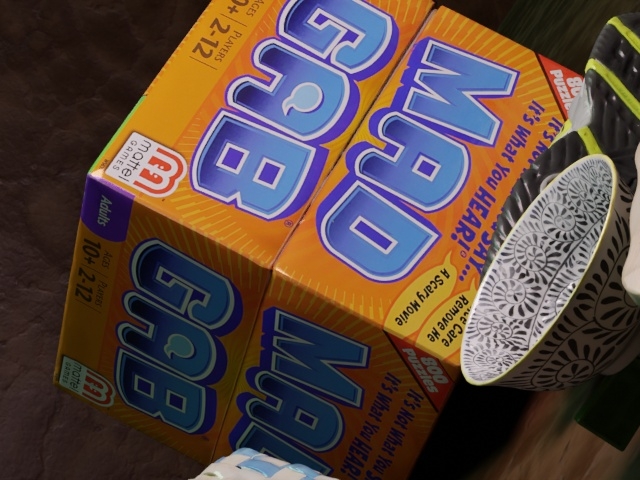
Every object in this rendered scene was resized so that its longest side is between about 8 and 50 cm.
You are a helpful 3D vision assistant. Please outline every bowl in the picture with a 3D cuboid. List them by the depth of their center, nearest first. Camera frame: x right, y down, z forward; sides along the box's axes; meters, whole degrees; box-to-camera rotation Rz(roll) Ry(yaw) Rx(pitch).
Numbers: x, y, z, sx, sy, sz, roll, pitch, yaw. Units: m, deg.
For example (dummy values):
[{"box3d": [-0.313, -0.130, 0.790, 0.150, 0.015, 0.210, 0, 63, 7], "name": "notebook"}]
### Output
[{"box3d": [0.170, 0.037, 1.285, 0.170, 0.080, 0.170, -55, 13, 19], "name": "bowl"}]

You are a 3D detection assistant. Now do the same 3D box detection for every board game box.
[{"box3d": [0.000, 0.000, 1.887, 0.356, 0.356, 0.356, -59, -7, -35], "name": "board game box"}]

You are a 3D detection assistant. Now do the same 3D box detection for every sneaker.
[{"box3d": [0.238, -0.023, 1.661, 0.385, 0.145, 0.147, -56, -16, -39], "name": "sneaker"}]

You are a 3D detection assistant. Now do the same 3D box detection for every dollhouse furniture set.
[{"box3d": [0.202, 0.095, 1.367, 0.059, 0.076, 0.152, -56, 5, 8], "name": "dollhouse furniture set"}]

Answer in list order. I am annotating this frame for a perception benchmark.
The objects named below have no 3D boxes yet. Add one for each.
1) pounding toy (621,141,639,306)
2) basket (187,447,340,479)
[{"box3d": [0.293, -0.009, 1.235, 0.154, 0.155, 0.269, -19, 34, 29], "name": "pounding toy"}, {"box3d": [-0.080, 0.311, 1.495, 0.201, 0.255, 0.289, 16, 48, 45], "name": "basket"}]
